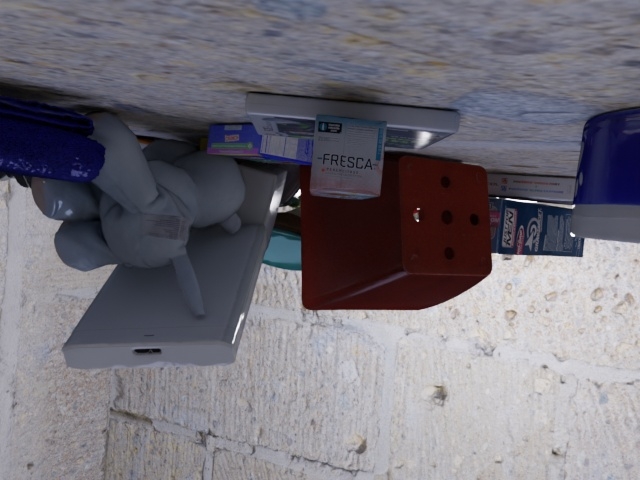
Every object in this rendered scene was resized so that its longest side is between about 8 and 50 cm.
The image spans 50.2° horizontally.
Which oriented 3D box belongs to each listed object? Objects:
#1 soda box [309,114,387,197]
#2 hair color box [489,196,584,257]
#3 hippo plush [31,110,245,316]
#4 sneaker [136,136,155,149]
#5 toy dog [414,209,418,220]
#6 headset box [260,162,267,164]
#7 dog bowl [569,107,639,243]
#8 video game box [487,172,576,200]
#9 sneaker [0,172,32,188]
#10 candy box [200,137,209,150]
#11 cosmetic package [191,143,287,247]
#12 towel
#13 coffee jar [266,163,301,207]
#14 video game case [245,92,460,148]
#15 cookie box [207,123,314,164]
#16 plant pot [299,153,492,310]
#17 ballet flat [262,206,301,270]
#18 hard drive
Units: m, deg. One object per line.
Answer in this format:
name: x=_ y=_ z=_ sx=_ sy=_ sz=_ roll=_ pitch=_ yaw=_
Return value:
soda box: x=0.021 y=-0.070 z=0.620 sx=0.058 sy=0.063 sz=0.183 roll=5 pitch=-177 yaw=-1
hair color box: x=0.379 y=-0.028 z=1.377 sx=0.347 sy=0.105 sz=0.173 roll=2 pitch=-176 yaw=-45
hippo plush: x=-0.211 y=-0.084 z=0.916 sx=0.294 sy=0.234 sz=0.236 roll=12 pitch=-148 yaw=31
sneaker: x=-0.388 y=-0.123 z=1.206 sx=0.262 sy=0.121 sz=0.099 roll=7 pitch=-178 yaw=37
toy dog: x=0.305 y=-0.093 z=1.636 sx=0.333 sy=0.161 sz=0.220 roll=19 pitch=-174 yaw=-4
headset box: x=-0.232 y=-0.115 z=1.427 sx=0.246 sy=0.131 sz=0.283 roll=5 pitch=-178 yaw=-5
dog bowl: x=0.352 y=-0.042 z=0.571 sx=0.264 sy=0.104 sz=0.265 roll=5 pitch=-178 yaw=0
video game box: x=0.412 y=-0.100 z=1.351 sx=0.187 sy=0.048 sz=0.205 roll=4 pitch=-178 yaw=24
sneaker: x=-0.458 y=-0.151 z=1.111 sx=0.275 sy=0.107 sz=0.110 roll=13 pitch=-153 yaw=43
candy box: x=-0.069 y=-0.136 z=1.029 sx=0.205 sy=0.027 sz=0.105 roll=6 pitch=-178 yaw=29
cosmetic package: x=-0.166 y=-0.065 z=1.136 sx=0.183 sy=0.152 sz=0.151 roll=15 pitch=-170 yaw=1
towel: x=-0.399 y=-0.122 z=0.678 sx=0.227 sy=0.076 sz=0.308 roll=10 pitch=-179 yaw=41
coffee jar: x=-0.055 y=-0.111 z=1.301 sx=0.079 sy=0.096 sz=0.184 roll=40 pitch=-172 yaw=8
video game case: x=0.026 y=-0.115 z=0.682 sx=0.190 sy=0.022 sz=0.173 roll=4 pitch=-177 yaw=-2
cookie box: x=-0.076 y=-0.123 z=0.879 sx=0.091 sy=0.040 sz=0.107 roll=8 pitch=-177 yaw=38
plant pot: x=0.138 y=-0.020 z=1.147 sx=0.267 sy=0.268 sz=0.235 roll=3 pitch=172 yaw=-30
ballet flat: x=0.000 y=0.000 z=1.309 sx=0.342 sy=0.116 sz=0.124 roll=13 pitch=-134 yaw=-9
hard drive: x=-0.191 y=0.064 z=0.927 sx=0.202 sy=0.040 sz=0.308 roll=-2 pitch=-153 yaw=5
